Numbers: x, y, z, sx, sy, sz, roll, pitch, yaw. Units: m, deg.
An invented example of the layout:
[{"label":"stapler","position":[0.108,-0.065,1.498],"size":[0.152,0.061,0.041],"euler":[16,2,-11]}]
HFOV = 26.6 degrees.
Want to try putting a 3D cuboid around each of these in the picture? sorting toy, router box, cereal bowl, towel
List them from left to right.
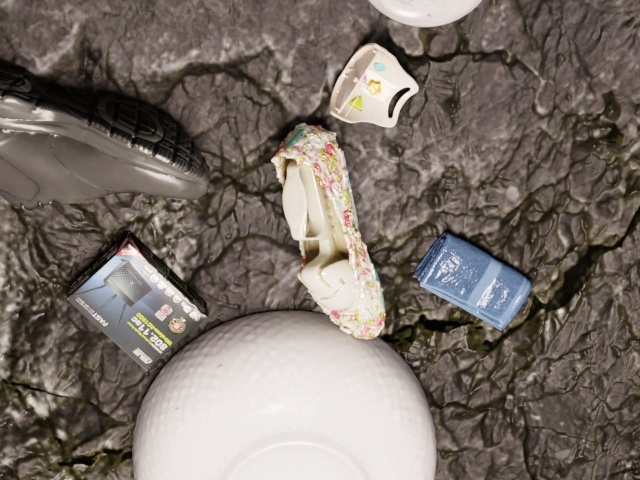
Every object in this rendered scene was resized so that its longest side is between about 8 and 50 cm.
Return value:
[{"label":"router box","position":[-0.192,0.065,1.428],"size":[0.092,0.038,0.122],"euler":[-42,109,10]},{"label":"cereal bowl","position":[-0.034,0.252,1.461],"size":[0.339,0.141,0.339],"euler":[-2,109,-6]},{"label":"sorting toy","position":[0.058,-0.152,1.375],"size":[0.075,0.045,0.083],"euler":[28,105,-22]},{"label":"towel","position":[0.167,0.044,1.462],"size":[0.119,0.029,0.067],"euler":[29,104,-15]}]

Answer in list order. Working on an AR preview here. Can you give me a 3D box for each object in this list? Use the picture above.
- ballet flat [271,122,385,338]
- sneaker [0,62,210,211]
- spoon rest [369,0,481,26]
[{"label":"ballet flat","position":[0.000,0.000,1.390],"size":[0.091,0.077,0.241],"euler":[-8,105,38]},{"label":"sneaker","position":[-0.251,-0.085,1.343],"size":[0.286,0.109,0.130],"euler":[18,114,-2]},{"label":"spoon rest","position":[0.036,-0.290,1.294],"size":[0.276,0.084,0.137],"euler":[21,141,-16]}]
